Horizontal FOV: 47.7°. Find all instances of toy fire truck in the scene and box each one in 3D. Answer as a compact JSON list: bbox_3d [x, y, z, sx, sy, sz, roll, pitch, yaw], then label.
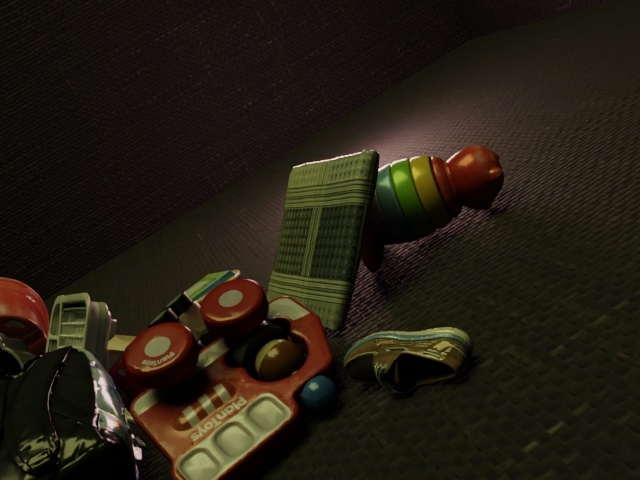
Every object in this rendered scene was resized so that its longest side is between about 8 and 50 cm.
[{"bbox_3d":[-0.357,0.224,1.439,0.246,0.158,0.217,-35,11,32],"label":"toy fire truck"},{"bbox_3d":[-0.108,0.205,1.014,0.302,0.170,0.253,-33,41,-25],"label":"toy fire truck"}]

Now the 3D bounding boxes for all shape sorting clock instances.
[{"bbox_3d":[-0.286,0.129,1.778,0.206,0.040,0.206,-31,11,7],"label":"shape sorting clock"}]

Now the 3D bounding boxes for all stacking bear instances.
[{"bbox_3d":[0.198,-0.082,1.340,0.288,0.164,0.175,-21,17,16],"label":"stacking bear"}]

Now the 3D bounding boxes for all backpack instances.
[{"bbox_3d":[-0.406,0.309,1.072,0.290,0.273,0.355,-33,39,-7],"label":"backpack"}]

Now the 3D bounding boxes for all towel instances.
[{"bbox_3d":[0.000,0.000,1.315,0.056,0.313,0.324,13,-4,-25],"label":"towel"}]

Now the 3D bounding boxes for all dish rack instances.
[{"bbox_3d":[-0.477,0.250,1.420,0.072,0.286,0.332,10,-11,-29],"label":"dish rack"}]

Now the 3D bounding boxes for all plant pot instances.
[{"bbox_3d":[-0.801,0.251,1.806,0.272,0.273,0.265,-36,23,-19],"label":"plant pot"}]

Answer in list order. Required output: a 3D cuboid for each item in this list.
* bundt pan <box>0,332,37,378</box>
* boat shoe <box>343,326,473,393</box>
[{"bbox_3d":[-0.639,0.320,1.358,0.330,0.331,0.124,-28,-10,10],"label":"bundt pan"},{"bbox_3d":[0.099,0.154,0.911,0.183,0.066,0.066,-20,19,34],"label":"boat shoe"}]
